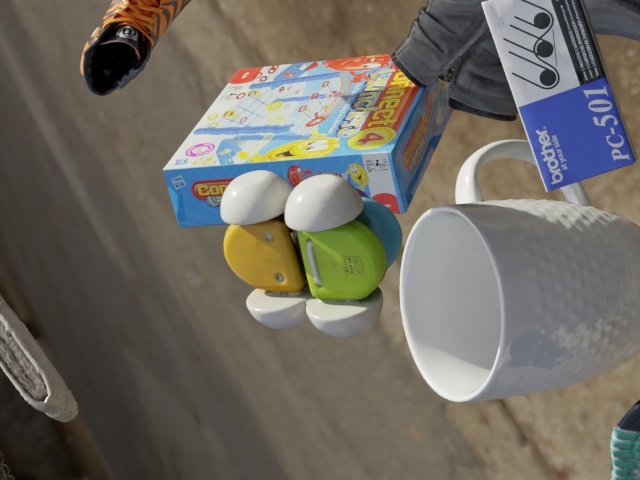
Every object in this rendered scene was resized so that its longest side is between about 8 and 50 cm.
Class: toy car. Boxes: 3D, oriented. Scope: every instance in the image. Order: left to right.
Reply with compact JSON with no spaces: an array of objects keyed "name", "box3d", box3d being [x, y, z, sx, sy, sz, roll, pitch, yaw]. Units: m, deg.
[{"name":"toy car","box3d":[0.000,0.000,1.507,0.182,0.136,0.159,5,119,37]}]

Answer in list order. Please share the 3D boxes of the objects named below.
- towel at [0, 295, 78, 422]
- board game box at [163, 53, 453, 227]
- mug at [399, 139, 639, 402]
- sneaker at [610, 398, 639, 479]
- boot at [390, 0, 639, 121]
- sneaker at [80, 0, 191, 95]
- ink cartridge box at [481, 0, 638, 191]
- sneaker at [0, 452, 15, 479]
[{"name":"towel","box3d":[-0.411,0.111,1.984,0.282,0.049,0.187,51,174,12]},{"name":"board game box","box3d":[-0.006,-0.136,1.992,0.308,0.302,0.086,-63,-37,-55]},{"name":"mug","box3d":[0.310,0.031,2.207,0.276,0.328,0.374,-41,58,58]},{"name":"sneaker","box3d":[0.419,0.260,2.035,0.098,0.083,0.223,-76,-4,-49]},{"name":"boot","box3d":[0.272,-0.243,1.899,0.338,0.118,0.222,25,112,16]},{"name":"sneaker","box3d":[-0.263,-0.351,2.354,0.125,0.321,0.180,26,-158,-11]},{"name":"ink cartridge box","box3d":[0.246,-0.163,1.581,0.046,0.097,0.207,-30,-79,-74]},{"name":"sneaker","box3d":[-0.587,0.380,2.467,0.281,0.163,0.106,64,-178,1]}]
